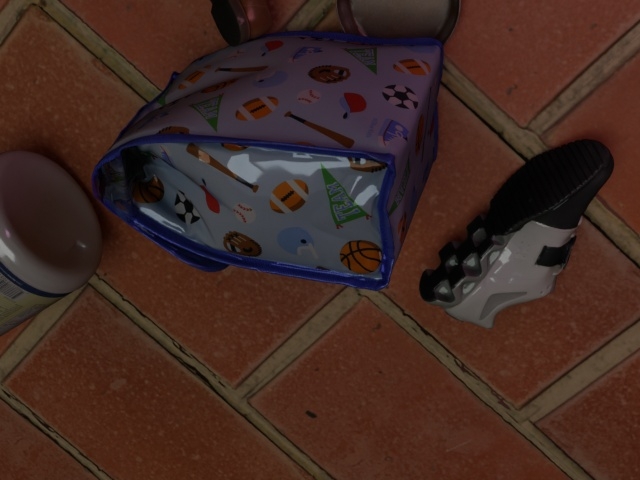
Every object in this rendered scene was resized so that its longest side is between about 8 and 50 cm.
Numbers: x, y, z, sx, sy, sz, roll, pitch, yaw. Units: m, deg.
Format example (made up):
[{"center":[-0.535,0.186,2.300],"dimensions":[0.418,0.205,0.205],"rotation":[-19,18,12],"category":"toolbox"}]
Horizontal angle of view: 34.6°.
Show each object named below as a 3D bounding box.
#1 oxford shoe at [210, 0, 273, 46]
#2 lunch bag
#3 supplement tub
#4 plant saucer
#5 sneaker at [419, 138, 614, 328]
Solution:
[{"center":[-0.126,-0.372,1.389],"dimensions":[0.076,0.076,0.212],"rotation":[-10,103,59],"category":"oxford shoe"},{"center":[-0.059,-0.119,1.334],"dimensions":[0.385,0.328,0.239],"rotation":[9,125,12],"category":"lunch bag"},{"center":[-0.526,0.031,1.590],"dimensions":[0.325,0.235,0.235],"rotation":[-29,105,25],"category":"supplement tub"},{"center":[0.104,-0.319,1.368],"dimensions":[0.168,0.029,0.168],"rotation":[6,116,12],"category":"plant saucer"},{"center":[0.300,-0.002,1.437],"dimensions":[0.146,0.122,0.330],"rotation":[33,120,-23],"category":"sneaker"}]
